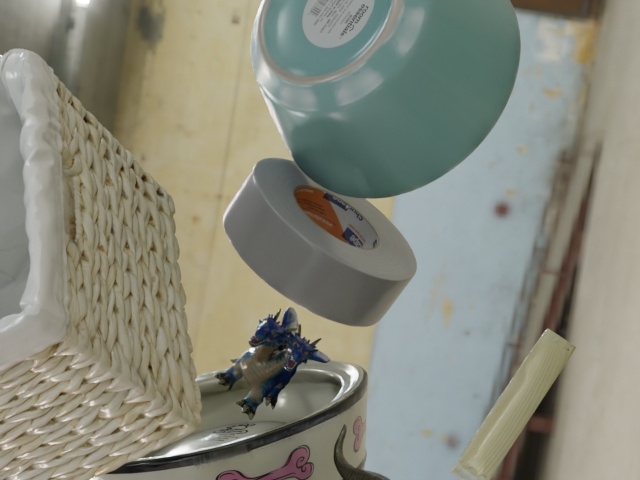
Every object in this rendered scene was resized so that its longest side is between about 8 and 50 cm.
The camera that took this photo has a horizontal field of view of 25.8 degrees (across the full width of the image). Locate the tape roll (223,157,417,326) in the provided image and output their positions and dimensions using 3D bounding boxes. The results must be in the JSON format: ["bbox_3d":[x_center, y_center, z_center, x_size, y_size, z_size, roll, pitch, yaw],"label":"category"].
[{"bbox_3d":[0.000,0.000,1.579,0.072,0.219,0.219,-55,5,21],"label":"tape roll"}]

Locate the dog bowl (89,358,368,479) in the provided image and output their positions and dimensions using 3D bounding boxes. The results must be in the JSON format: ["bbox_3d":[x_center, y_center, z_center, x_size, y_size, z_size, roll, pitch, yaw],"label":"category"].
[{"bbox_3d":[-0.124,0.282,1.795,0.408,0.408,0.150,-55,-47,-79],"label":"dog bowl"}]

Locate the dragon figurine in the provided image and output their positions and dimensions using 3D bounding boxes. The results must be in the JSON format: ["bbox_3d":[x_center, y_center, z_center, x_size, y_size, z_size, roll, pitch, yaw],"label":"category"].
[{"bbox_3d":[-0.044,0.143,1.770,0.144,0.085,0.289,-41,-8,13],"label":"dragon figurine"}]

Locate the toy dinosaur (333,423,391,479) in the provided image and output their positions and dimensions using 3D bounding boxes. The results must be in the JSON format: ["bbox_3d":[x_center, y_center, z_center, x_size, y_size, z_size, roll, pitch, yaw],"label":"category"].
[{"bbox_3d":[0.095,0.350,1.558,0.160,0.121,0.313,126,140,-64],"label":"toy dinosaur"}]

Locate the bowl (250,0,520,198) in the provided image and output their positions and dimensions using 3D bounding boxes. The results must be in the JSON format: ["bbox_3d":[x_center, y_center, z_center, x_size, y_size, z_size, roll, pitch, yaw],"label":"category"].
[{"bbox_3d":[0.045,-0.218,1.540,0.163,0.311,0.311,33,-118,-52],"label":"bowl"}]

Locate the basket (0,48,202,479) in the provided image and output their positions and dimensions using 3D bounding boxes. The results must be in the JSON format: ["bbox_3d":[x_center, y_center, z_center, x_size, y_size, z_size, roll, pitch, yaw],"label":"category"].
[{"bbox_3d":[-0.318,0.060,1.341,0.266,0.331,0.328,42,-152,-46],"label":"basket"}]

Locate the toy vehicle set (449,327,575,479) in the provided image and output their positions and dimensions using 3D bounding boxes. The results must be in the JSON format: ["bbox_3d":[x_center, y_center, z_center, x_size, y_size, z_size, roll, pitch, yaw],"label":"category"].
[{"bbox_3d":[0.204,0.189,1.513,0.166,0.035,0.267,-55,-9,-7],"label":"toy vehicle set"}]
